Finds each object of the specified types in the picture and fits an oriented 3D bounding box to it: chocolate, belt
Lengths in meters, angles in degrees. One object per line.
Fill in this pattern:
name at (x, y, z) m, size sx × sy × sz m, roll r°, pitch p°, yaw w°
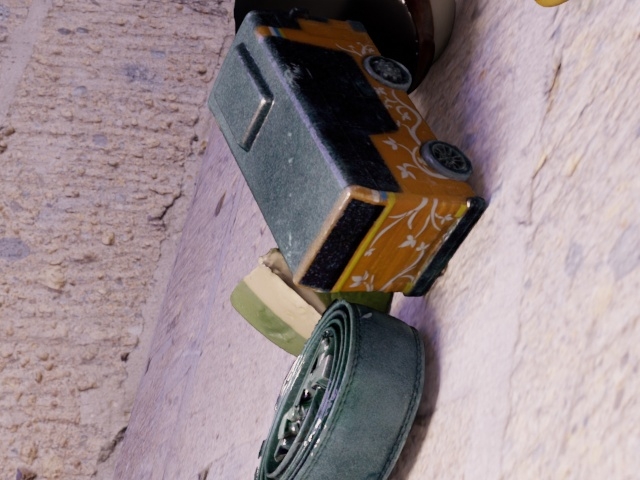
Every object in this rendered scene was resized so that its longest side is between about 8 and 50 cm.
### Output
chocolate at (0.052, -0.291, 1.341) m, size 0.186 × 0.283 × 0.283 m, roll -31°, pitch -22°, yaw -50°
belt at (0.017, 0.197, 1.082) m, size 0.267 × 0.116 × 0.206 m, roll -65°, pitch 13°, yaw 9°

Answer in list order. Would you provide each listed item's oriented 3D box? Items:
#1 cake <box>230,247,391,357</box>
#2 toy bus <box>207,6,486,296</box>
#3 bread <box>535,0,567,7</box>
cake at (0.003, -0.004, 1.286) m, size 0.158 × 0.172 × 0.284 m, roll -36°, pitch 35°, yaw 61°
toy bus at (0.016, -0.103, 1.140) m, size 0.162 × 0.194 × 0.323 m, roll -60°, pitch 44°, yaw 36°
bread at (0.248, -0.270, 0.974) m, size 0.115 × 0.056 × 0.082 m, roll -47°, pitch 30°, yaw 44°
